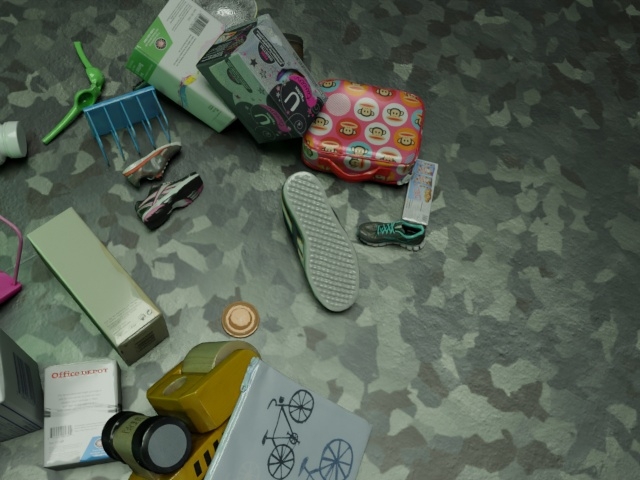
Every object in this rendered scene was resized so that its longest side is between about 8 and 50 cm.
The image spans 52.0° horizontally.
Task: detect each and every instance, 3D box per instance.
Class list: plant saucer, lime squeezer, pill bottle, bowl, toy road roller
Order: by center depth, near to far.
[{"bbox_3d":[-0.226,0.368,1.251,0.329,0.202,0.241,-43,109,-36],"label":"toy road roller"},{"bbox_3d":[-0.176,0.173,1.445,0.083,0.013,0.084,2,65,-5],"label":"plant saucer"},{"bbox_3d":[-0.782,-0.223,1.503,0.186,0.112,0.112,-7,67,-10],"label":"pill bottle"},{"bbox_3d":[-0.599,-0.374,1.624,0.109,0.059,0.311,8,66,-3],"label":"lime squeezer"},{"bbox_3d":[-0.254,-0.592,1.747,0.170,0.080,0.170,2,65,-5],"label":"bowl"}]

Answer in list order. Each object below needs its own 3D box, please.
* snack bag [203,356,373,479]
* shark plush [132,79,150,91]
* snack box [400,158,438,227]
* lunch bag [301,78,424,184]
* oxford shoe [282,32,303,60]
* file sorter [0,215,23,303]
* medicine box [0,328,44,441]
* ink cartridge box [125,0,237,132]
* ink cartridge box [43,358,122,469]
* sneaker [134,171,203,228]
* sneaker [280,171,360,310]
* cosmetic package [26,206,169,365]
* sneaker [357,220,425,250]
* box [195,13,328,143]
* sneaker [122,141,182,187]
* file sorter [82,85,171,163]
[{"bbox_3d":[-0.067,0.434,1.229,0.342,0.037,0.323,37,63,-29],"label":"snack bag"},{"bbox_3d":[-0.395,-0.405,1.664,0.161,0.073,0.067,-17,99,-18],"label":"shark plush"},{"bbox_3d":[0.245,-0.119,1.620,0.064,0.022,0.178,14,65,1],"label":"snack box"},{"bbox_3d":[0.102,-0.253,1.609,0.293,0.120,0.258,12,64,1],"label":"lunch bag"},{"bbox_3d":[-0.155,-0.486,1.711,0.227,0.083,0.096,-2,70,-6],"label":"oxford shoe"},{"bbox_3d":[-0.761,0.056,1.274,0.202,0.182,0.291,31,35,7],"label":"file sorter"},{"bbox_3d":[-0.690,0.294,1.195,0.289,0.263,0.149,-15,68,-13],"label":"medicine box"},{"bbox_3d":[-0.294,-0.429,1.596,0.278,0.117,0.201,34,64,-18],"label":"ink cartridge box"},{"bbox_3d":[-0.466,0.344,1.297,0.139,0.082,0.191,-5,65,-9],"label":"ink cartridge box"},{"bbox_3d":[-0.357,-0.111,1.526,0.077,0.072,0.178,39,61,23],"label":"sneaker"},{"bbox_3d":[0.000,0.000,1.494,0.126,0.127,0.321,-18,93,-8],"label":"sneaker"},{"bbox_3d":[-0.459,0.098,1.369,0.113,0.160,0.309,-38,76,-21],"label":"cosmetic package"},{"bbox_3d":[0.170,-0.024,1.539,0.166,0.076,0.065,5,64,-4],"label":"sneaker"},{"bbox_3d":[-0.130,-0.360,1.502,0.247,0.163,0.142,49,58,-34],"label":"box"},{"bbox_3d":[-0.392,-0.179,1.568,0.158,0.061,0.065,-36,101,-19],"label":"sneaker"},{"bbox_3d":[-0.453,-0.270,1.559,0.170,0.118,0.105,-23,73,-16],"label":"file sorter"}]
